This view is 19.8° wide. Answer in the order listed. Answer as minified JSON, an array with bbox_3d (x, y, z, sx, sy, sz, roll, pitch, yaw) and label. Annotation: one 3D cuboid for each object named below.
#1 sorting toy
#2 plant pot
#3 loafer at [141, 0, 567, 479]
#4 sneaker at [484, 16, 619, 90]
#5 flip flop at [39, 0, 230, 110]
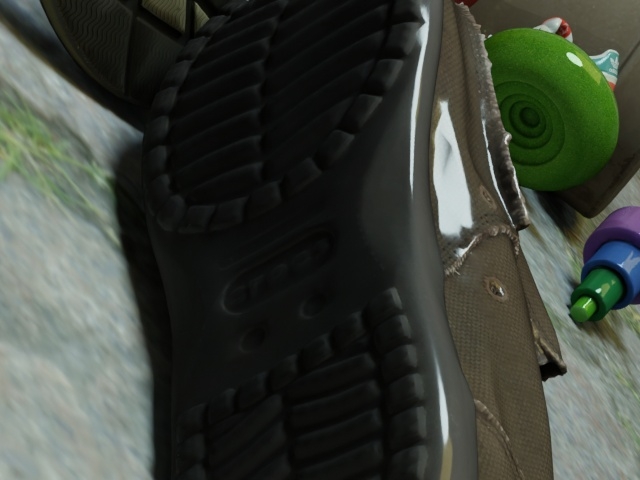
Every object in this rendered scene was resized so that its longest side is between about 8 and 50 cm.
[{"bbox_3d":[0.114,-0.089,1.286,0.365,0.127,0.126,54,45,-5],"label":"sorting toy"},{"bbox_3d":[0.202,-0.183,1.490,0.229,0.263,0.263,34,16,3],"label":"plant pot"},{"bbox_3d":[0.016,0.020,0.680,0.130,0.134,0.366,47,30,-36],"label":"loafer"},{"bbox_3d":[0.153,-0.135,1.382,0.161,0.075,0.057,25,1,32],"label":"sneaker"},{"bbox_3d":[-0.051,-0.114,0.837,0.080,0.112,0.277,32,8,27],"label":"flip flop"}]
